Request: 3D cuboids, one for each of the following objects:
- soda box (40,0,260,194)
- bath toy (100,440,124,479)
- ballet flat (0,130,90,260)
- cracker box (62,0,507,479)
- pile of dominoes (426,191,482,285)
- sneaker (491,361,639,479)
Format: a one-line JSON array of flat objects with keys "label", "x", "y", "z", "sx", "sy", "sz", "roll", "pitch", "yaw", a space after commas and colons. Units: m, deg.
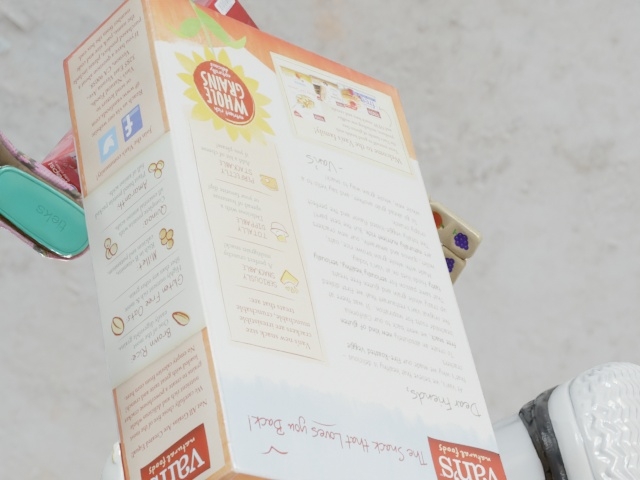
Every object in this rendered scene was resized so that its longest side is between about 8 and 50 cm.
[{"label": "soda box", "x": -0.151, "y": -0.129, "z": 1.571, "sx": 0.092, "sy": 0.263, "sz": 0.083, "roll": -18, "pitch": 118, "yaw": 40}, {"label": "bath toy", "x": -0.150, "y": 0.320, "z": 1.308, "sx": 0.151, "sy": 0.348, "sz": 0.129, "roll": 2, "pitch": 151, "yaw": 13}, {"label": "ballet flat", "x": -0.273, "y": -0.060, "z": 1.323, "sx": 0.221, "sy": 0.077, "sz": 0.079, "roll": 38, "pitch": 175, "yaw": -29}, {"label": "cracker box", "x": -0.017, "y": 0.019, "z": 0.702, "sx": 0.156, "sy": 0.232, "sz": 0.067, "roll": 19, "pitch": 136, "yaw": -40}, {"label": "pile of dominoes", "x": 0.000, "y": 0.000, "z": 1.519, "sx": 0.251, "sy": 0.040, "sz": 0.196, "roll": 38, "pitch": 122, "yaw": 15}, {"label": "sneaker", "x": 0.138, "y": 0.176, "z": 0.966, "sx": 0.210, "sy": 0.137, "sz": 0.366, "roll": -20, "pitch": 155, "yaw": 20}]
